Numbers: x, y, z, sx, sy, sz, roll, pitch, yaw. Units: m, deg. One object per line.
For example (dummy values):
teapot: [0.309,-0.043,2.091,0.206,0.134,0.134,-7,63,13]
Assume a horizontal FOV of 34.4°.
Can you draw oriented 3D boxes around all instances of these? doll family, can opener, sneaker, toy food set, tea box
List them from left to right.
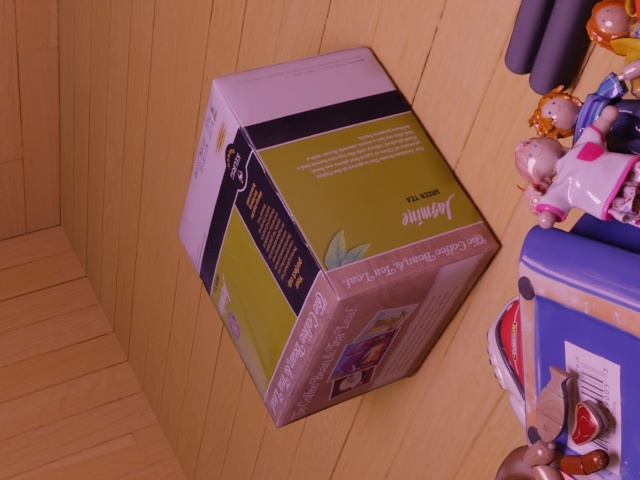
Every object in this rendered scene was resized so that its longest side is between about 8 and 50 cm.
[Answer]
tea box: [0.000,0.000,1.277,0.324,0.220,0.329,61,152,24]
can opener: [0.207,-0.247,0.881,0.074,0.093,0.280,52,152,34]
toy food set: [0.185,0.159,0.759,0.078,0.019,0.122,44,134,44]
sneaker: [0.261,0.171,1.009,0.279,0.107,0.118,61,142,18]
doll family: [0.247,-0.112,0.790,0.163,0.118,0.263,22,86,40]

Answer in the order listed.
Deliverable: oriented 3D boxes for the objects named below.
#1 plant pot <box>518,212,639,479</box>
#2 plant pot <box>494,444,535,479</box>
plant pot: [0.284,0.086,0.783,0.236,0.212,0.236,26,127,55]
plant pot: [0.267,0.351,1.179,0.236,0.032,0.236,42,141,47]
